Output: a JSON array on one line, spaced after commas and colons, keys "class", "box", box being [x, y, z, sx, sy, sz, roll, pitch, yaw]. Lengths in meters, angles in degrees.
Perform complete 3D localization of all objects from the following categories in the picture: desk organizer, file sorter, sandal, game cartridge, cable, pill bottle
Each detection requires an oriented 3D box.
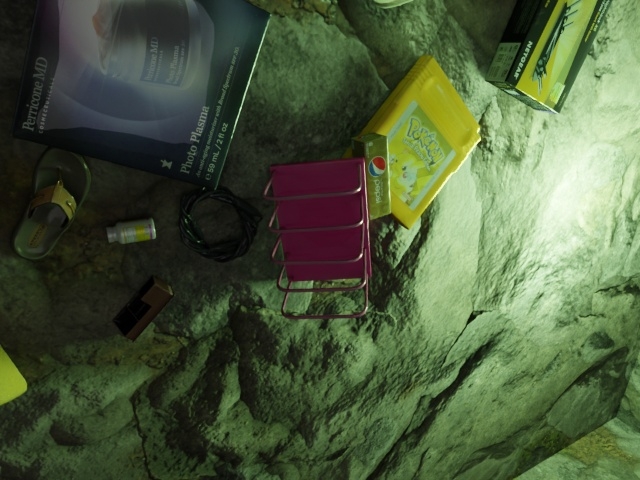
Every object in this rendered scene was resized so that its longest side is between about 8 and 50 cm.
[{"class": "desk organizer", "box": [-0.368, 0.140, 0.900, 0.130, 0.047, 0.050, -49, 123, -1]}, {"class": "file sorter", "box": [0.000, 0.000, 0.910, 0.202, 0.182, 0.291, -3, 118, 7]}, {"class": "sandal", "box": [-0.467, -0.057, 0.746, 0.090, 0.060, 0.219, 28, 97, -35]}, {"class": "game cartridge", "box": [0.233, -0.225, 1.062, 0.285, 0.052, 0.324, 37, 93, -36]}, {"class": "cable", "box": [-0.219, -0.035, 0.909, 0.184, 0.047, 0.151, 31, 100, -38]}, {"class": "pill bottle", "box": [-0.362, -0.018, 0.832, 0.083, 0.043, 0.043, -10, 116, -25]}]

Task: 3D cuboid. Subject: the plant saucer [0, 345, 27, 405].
[{"class": "plant saucer", "box": [-0.741, 0.230, 0.714, 0.332, 0.081, 0.333, -21, 121, -18]}]

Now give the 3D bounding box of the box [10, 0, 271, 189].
[{"class": "box", "box": [-0.279, -0.269, 0.682, 0.293, 0.182, 0.296, 13, 105, -31]}]

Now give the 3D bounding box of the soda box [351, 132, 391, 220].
[{"class": "soda box", "box": [0.114, -0.142, 0.970, 0.061, 0.058, 0.181, -18, 120, -21]}]

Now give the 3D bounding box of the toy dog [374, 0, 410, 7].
[{"class": "toy dog", "box": [0.140, -0.626, 0.707, 0.395, 0.284, 0.408, -28, 116, -17]}]

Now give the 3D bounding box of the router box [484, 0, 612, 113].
[{"class": "router box", "box": [0.582, -0.513, 1.105, 0.242, 0.081, 0.309, 11, 106, -32]}]
